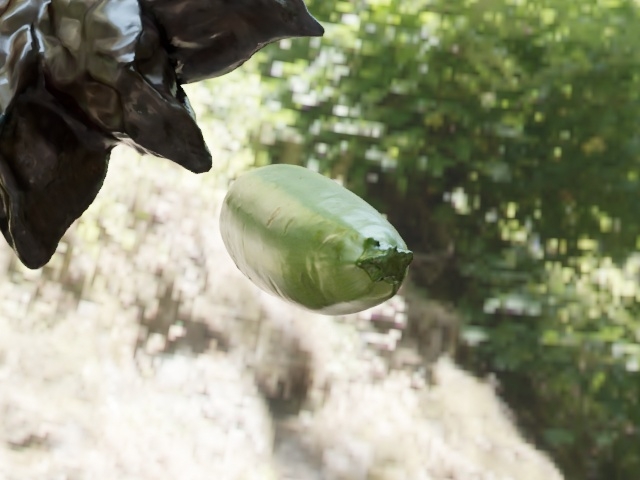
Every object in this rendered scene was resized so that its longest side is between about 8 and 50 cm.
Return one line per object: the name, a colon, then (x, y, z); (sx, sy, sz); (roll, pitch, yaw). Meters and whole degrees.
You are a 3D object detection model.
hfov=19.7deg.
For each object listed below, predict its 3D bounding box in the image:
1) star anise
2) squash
star anise: (-0.121, -0.104, 0.896); (0.236, 0.223, 0.109); (-27, -49, 16)
squash: (0.000, 0.007, 1.571); (0.118, 0.118, 0.370); (26, 1, -22)
